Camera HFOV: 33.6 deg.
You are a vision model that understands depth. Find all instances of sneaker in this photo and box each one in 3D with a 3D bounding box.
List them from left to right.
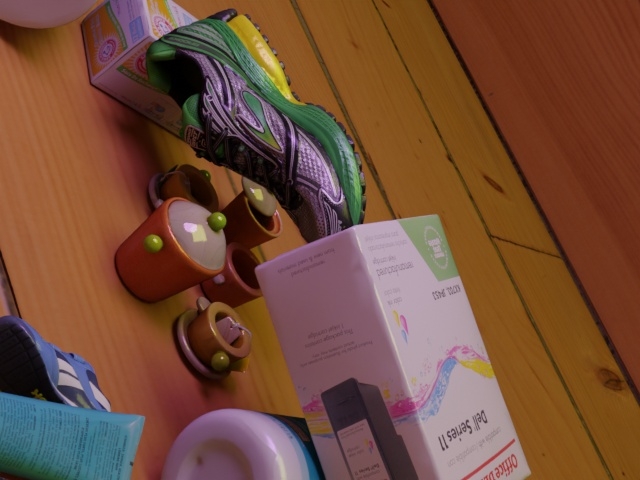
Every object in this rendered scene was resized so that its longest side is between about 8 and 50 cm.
[{"bbox_3d":[-0.231,0.118,0.911,0.144,0.053,0.059,58,22,-21],"label":"sneaker"},{"bbox_3d":[-0.077,-0.107,1.200,0.146,0.134,0.343,-26,67,-33],"label":"sneaker"}]

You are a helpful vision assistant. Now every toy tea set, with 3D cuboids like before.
[{"bbox_3d":[-0.108,-0.007,1.218,0.200,0.124,0.336,48,25,-22],"label":"toy tea set"}]

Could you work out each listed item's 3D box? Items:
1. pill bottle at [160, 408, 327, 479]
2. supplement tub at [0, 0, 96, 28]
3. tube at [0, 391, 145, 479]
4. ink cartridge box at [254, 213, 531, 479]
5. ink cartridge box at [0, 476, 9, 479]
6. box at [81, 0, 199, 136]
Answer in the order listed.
[{"bbox_3d":[-0.022,0.246,1.039,0.264,0.146,0.146,20,43,-54],"label":"pill bottle"},{"bbox_3d":[-0.306,-0.379,1.209,0.191,0.191,0.272,44,26,-29],"label":"supplement tub"},{"bbox_3d":[-0.227,0.157,0.837,0.207,0.052,0.080,26,70,-41],"label":"tube"},{"bbox_3d":[0.087,0.162,1.006,0.207,0.119,0.353,-10,80,-62],"label":"ink cartridge box"},{"bbox_3d":[-0.261,0.267,0.564,0.272,0.130,0.309,37,30,-42],"label":"ink cartridge box"},{"bbox_3d":[-0.192,-0.222,1.350,0.203,0.103,0.114,31,34,-47],"label":"box"}]
